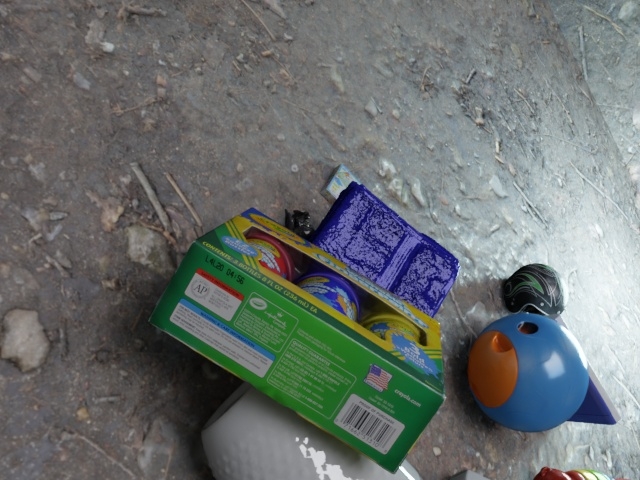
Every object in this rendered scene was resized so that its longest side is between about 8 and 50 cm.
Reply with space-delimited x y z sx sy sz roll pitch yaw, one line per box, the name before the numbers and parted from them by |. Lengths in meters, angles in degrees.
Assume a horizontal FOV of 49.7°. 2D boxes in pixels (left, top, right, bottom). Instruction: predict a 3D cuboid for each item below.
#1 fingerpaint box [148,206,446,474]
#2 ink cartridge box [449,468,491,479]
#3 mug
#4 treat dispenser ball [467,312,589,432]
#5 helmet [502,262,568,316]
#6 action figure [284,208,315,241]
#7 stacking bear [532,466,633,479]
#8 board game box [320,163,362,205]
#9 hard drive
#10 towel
fingerpaint box | -0.012 0.140 1.199 0.445 0.163 0.371 32 13 2
ink cartridge box | 0.395 0.738 1.489 0.308 0.091 0.385 28 50 -8
mug | -0.018 0.370 1.244 0.328 0.276 0.374 46 33 -2
treat dispenser ball | 0.508 0.324 1.701 0.288 0.288 0.288 19 59 -34
helmet | 0.622 0.148 1.975 0.169 0.161 0.169 19 59 -34
action figure | 0.000 0.000 1.517 0.276 0.141 0.164 -13 87 -22
stacking bear | 0.675 0.667 1.786 0.289 0.164 0.175 21 90 -21
board game box | 0.078 -0.102 1.706 0.154 0.026 0.103 45 47 -17
hard drive | 0.647 0.351 1.870 0.040 0.210 0.318 -33 94 -25
towel | 0.135 0.038 1.438 0.308 0.076 0.227 36 64 -7
